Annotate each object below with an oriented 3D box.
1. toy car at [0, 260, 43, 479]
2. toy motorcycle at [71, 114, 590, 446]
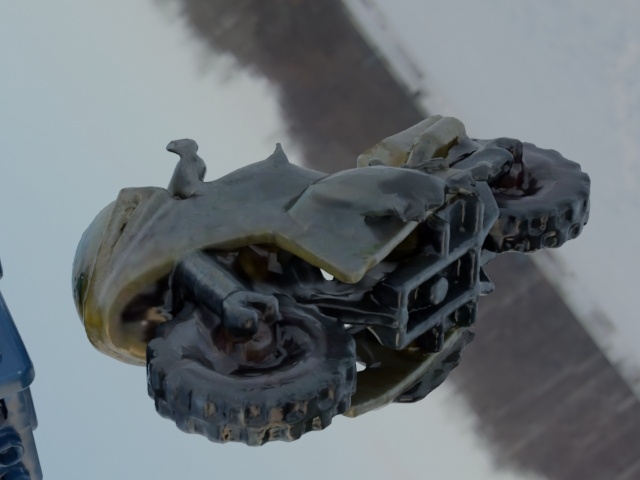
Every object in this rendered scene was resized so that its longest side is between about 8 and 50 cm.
[{"bbox_3d":[-0.154,0.045,0.706,0.100,0.097,0.191,52,157,42],"label":"toy car"},{"bbox_3d":[0.000,0.001,0.727,0.129,0.229,0.094,17,122,32],"label":"toy motorcycle"}]
